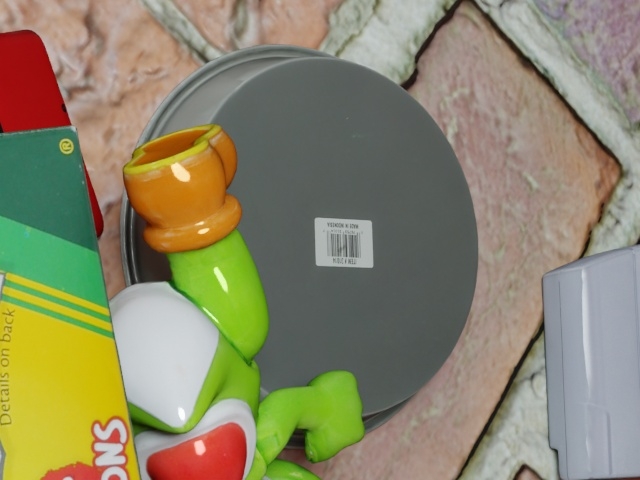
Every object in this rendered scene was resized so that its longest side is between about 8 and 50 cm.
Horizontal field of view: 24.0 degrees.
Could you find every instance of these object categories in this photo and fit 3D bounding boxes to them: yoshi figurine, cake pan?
[{"bbox_3d":[-0.074,0.119,0.928,0.203,0.203,0.362,-35,110,-47],"label":"yoshi figurine"},{"bbox_3d":[0.000,0.000,1.066,0.293,0.054,0.293,5,81,-34],"label":"cake pan"}]

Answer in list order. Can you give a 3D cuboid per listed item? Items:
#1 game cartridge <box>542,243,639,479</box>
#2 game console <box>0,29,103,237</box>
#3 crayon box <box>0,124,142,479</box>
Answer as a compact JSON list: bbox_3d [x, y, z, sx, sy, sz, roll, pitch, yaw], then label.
[{"bbox_3d":[0.311,0.100,1.267,0.294,0.060,0.196,3,77,-34],"label":"game cartridge"},{"bbox_3d":[-0.217,-0.050,0.949,0.124,0.085,0.144,-19,94,-4],"label":"game console"},{"bbox_3d":[-0.235,0.149,0.673,0.313,0.106,0.363,-11,92,-37],"label":"crayon box"}]
